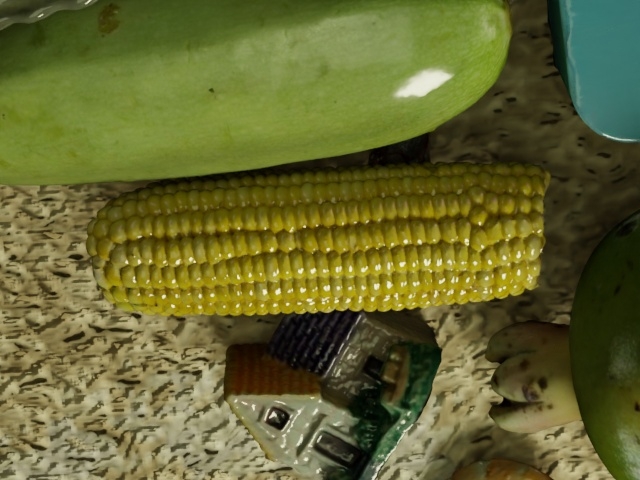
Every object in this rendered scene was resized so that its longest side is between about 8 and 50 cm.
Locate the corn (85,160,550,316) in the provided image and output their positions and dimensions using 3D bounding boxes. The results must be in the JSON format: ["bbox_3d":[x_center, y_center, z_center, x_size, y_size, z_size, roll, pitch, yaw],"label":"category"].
[{"bbox_3d":[0.000,0.000,0.975,0.248,0.081,0.081,-3,108,6],"label":"corn"}]

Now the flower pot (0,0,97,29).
[{"bbox_3d":[-0.119,-0.227,0.876,0.239,0.189,0.209,43,106,-10],"label":"flower pot"}]

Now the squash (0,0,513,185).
[{"bbox_3d":[-0.082,-0.088,0.961,0.370,0.118,0.118,-10,107,11],"label":"squash"}]

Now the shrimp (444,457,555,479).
[{"bbox_3d":[0.096,0.203,1.075,0.095,0.045,0.162,14,110,0],"label":"shrimp"}]

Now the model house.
[{"bbox_3d":[0.002,0.076,1.019,0.100,0.088,0.101,30,104,-7],"label":"model house"}]

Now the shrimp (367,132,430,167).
[{"bbox_3d":[0.042,-0.042,1.009,0.038,0.029,0.092,2,112,3],"label":"shrimp"}]

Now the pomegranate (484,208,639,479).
[{"bbox_3d":[0.198,0.076,0.970,0.179,0.179,0.210,39,126,-8],"label":"pomegranate"}]

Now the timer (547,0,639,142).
[{"bbox_3d":[0.235,-0.179,0.922,0.250,0.091,0.232,-10,106,3],"label":"timer"}]
